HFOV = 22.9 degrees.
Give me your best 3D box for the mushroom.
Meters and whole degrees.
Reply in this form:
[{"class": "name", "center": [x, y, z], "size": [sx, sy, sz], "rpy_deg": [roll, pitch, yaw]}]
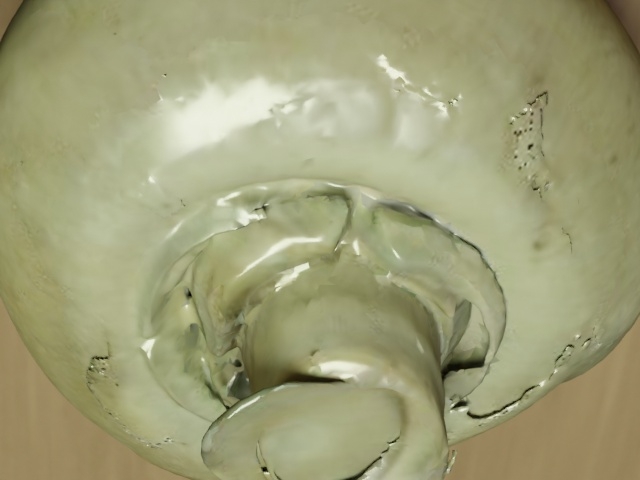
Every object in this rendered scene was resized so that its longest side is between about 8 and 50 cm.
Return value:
[{"class": "mushroom", "center": [0.000, 0.000, 0.545], "size": [0.246, 0.202, 0.246], "rpy_deg": [-2, 137, -2]}]
